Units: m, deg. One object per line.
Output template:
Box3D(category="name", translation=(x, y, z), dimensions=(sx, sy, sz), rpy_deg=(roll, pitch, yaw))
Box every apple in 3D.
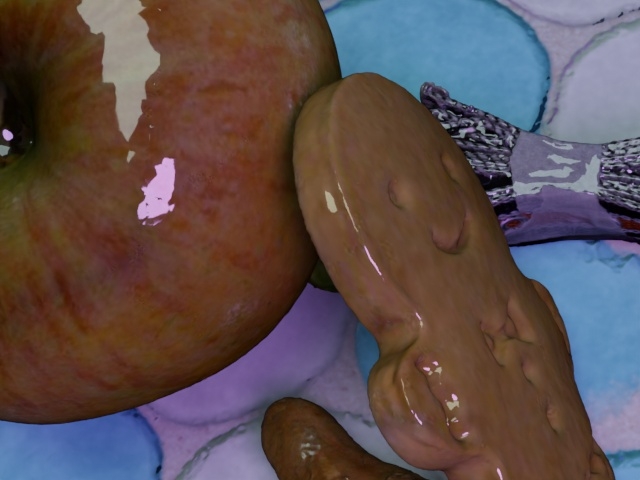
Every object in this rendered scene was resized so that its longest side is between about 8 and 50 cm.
Box3D(category="apple", translation=(-0.169, -0.072, 1.333), dimensions=(0.400, 0.333, 0.400), rpy_deg=(0, 90, 17))

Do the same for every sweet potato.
Box3D(category="sweet potato", translation=(0.081, 0.221, 1.246), dimensions=(0.354, 0.095, 0.106), rpy_deg=(33, 32, 23))

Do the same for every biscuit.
Box3D(category="biscuit", translation=(0.095, 0.050, 1.220), dimensions=(0.052, 0.275, 0.355), rpy_deg=(-26, 86, 27))

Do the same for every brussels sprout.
Box3D(category="brussels sprout", translation=(-0.001, 0.001, 1.418), dimensions=(0.051, 0.046, 0.083), rpy_deg=(-15, 60, 15))

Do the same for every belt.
Box3D(category="belt", translation=(0.196, -0.038, 1.368), dimensions=(0.359, 0.094, 0.126), rpy_deg=(4, 67, 17))
